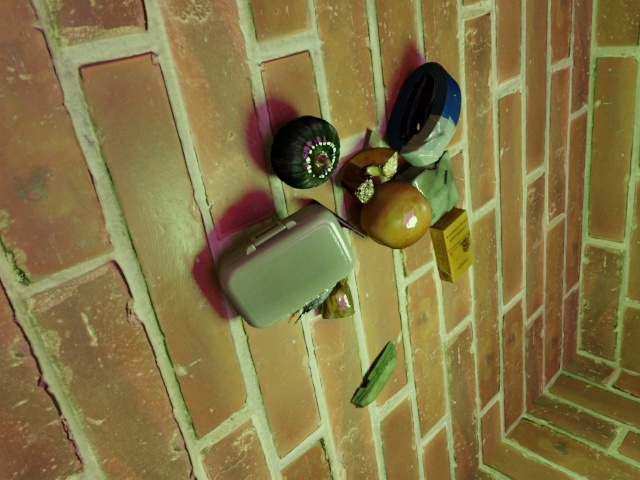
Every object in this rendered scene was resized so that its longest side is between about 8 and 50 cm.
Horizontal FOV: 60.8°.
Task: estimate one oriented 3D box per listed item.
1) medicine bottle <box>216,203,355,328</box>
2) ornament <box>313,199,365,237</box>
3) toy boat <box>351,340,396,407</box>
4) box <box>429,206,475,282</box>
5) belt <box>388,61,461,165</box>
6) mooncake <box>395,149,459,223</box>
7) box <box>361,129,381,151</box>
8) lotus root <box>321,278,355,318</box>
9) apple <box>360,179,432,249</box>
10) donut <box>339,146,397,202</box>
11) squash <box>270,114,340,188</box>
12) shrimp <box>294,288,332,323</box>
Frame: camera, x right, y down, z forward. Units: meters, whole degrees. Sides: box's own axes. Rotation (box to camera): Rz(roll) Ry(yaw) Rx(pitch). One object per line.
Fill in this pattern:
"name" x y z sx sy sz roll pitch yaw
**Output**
"medicine bottle" -0.095 0.074 1.572 0.375 0.123 0.282 -32 125 -6
"ornament" 0.000 0.000 1.721 0.153 0.166 0.196 35 96 -23
"toy boat" 0.227 0.531 2.144 0.293 0.055 0.093 -54 135 -19
"box" 0.562 0.021 2.313 0.174 0.076 0.273 -38 125 -29
"belt" 0.364 -0.435 1.889 0.117 0.213 0.346 27 78 -47
"mooncake" 0.396 -0.193 2.044 0.250 0.136 0.254 -39 121 -33
"box" 0.174 -0.330 1.865 0.053 0.024 0.083 18 90 -45
"lotus root" 0.069 0.203 1.871 0.159 0.096 0.135 -34 120 -40
"apple" 0.250 -0.079 1.867 0.254 0.254 0.253 -15 112 -41
"donut" 0.155 -0.219 1.802 0.217 0.141 0.085 -43 138 -17
"squash" -0.040 -0.252 1.569 0.218 0.172 0.217 -4 100 -24
"shrimp" -0.021 0.181 1.789 0.232 0.079 0.090 -56 171 -11
